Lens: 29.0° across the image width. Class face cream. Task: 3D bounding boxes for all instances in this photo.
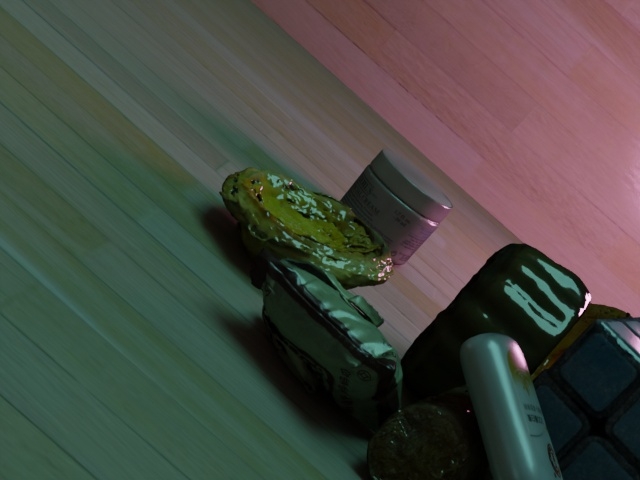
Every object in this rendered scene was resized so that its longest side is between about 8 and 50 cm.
[{"bbox_3d":[0.137,-0.061,2.341,0.177,0.153,0.177,38,13,-10],"label":"face cream"},{"bbox_3d":[0.231,0.252,1.415,0.144,0.071,0.291,35,38,-60],"label":"face cream"}]

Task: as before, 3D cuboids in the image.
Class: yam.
[{"bbox_3d":[0.151,0.247,1.508,0.238,0.128,0.129,7,60,-66],"label":"yam"}]

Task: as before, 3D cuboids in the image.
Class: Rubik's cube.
[{"bbox_3d":[0.413,0.305,1.658,0.301,0.305,0.303,47,20,23],"label":"Rubik's cube"}]

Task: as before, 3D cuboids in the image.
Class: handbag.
[{"bbox_3d":[0.017,0.123,1.519,0.235,0.127,0.213,48,-11,24],"label":"handbag"}]

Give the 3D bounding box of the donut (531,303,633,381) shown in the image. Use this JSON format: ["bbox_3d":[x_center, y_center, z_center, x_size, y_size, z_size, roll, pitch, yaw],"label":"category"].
[{"bbox_3d":[0.408,0.229,2.012,0.108,0.277,0.277,58,7,-26],"label":"donut"}]

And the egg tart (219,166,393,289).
[{"bbox_3d":[-0.033,0.002,1.799,0.290,0.107,0.291,26,19,-10],"label":"egg tart"}]

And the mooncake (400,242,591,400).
[{"bbox_3d":[0.251,0.136,1.794,0.161,0.290,0.290,41,14,8],"label":"mooncake"}]
